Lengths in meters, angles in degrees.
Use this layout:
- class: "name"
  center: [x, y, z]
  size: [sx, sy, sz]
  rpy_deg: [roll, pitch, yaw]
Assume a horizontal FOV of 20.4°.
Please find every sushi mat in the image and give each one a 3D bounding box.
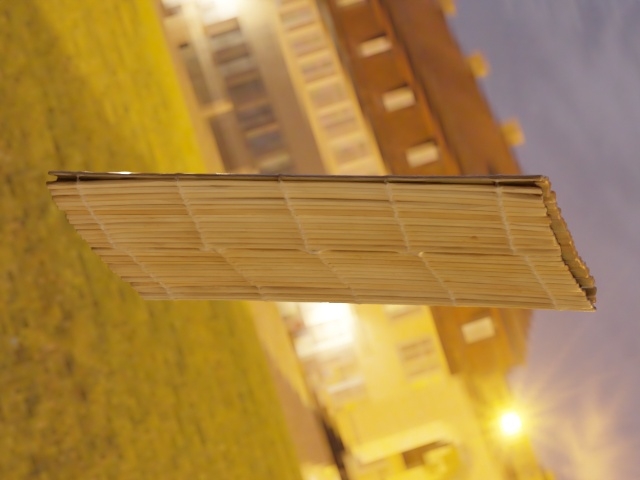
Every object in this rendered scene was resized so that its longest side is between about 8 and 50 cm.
- class: "sushi mat"
  center: [0.000, 0.000, 1.086]
  size: [0.151, 0.317, 0.019]
  rpy_deg: [57, 39, -56]
